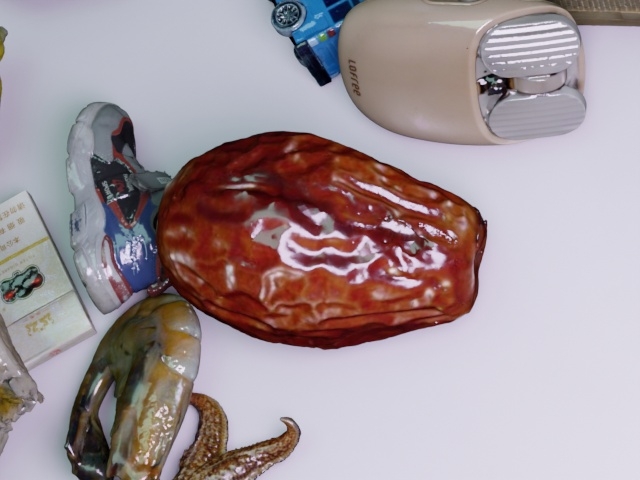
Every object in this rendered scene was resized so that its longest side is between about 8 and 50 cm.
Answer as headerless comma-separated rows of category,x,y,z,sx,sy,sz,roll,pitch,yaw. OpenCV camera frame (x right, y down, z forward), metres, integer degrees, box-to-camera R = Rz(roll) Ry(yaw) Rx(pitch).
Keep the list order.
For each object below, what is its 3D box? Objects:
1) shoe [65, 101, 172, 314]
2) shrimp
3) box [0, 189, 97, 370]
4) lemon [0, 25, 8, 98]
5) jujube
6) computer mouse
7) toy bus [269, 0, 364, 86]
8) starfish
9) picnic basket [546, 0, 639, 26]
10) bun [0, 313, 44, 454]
shoe,-0.173,-0.041,1.818,0.125,0.099,0.227,-10,61,10
shrimp,-0.185,0.158,1.741,0.145,0.059,0.254,-8,57,37
box,-0.292,0.041,1.859,0.090,0.024,0.167,-29,67,1
lemon,-0.416,-0.135,1.903,0.184,0.184,0.248,39,86,29
jujube,0.000,0.000,1.685,0.290,0.197,0.197,8,71,7
computer mouse,0.126,-0.157,1.729,0.236,0.145,0.082,7,36,21
toy bus,-0.009,-0.256,1.851,0.106,0.090,0.185,-28,64,7
starfish,-0.112,0.232,1.708,0.238,0.057,0.213,-2,61,19
picnic basket,0.279,-0.328,1.722,0.165,0.139,0.267,4,64,21
bun,-0.392,0.154,1.759,0.281,0.205,0.281,-3,72,10
